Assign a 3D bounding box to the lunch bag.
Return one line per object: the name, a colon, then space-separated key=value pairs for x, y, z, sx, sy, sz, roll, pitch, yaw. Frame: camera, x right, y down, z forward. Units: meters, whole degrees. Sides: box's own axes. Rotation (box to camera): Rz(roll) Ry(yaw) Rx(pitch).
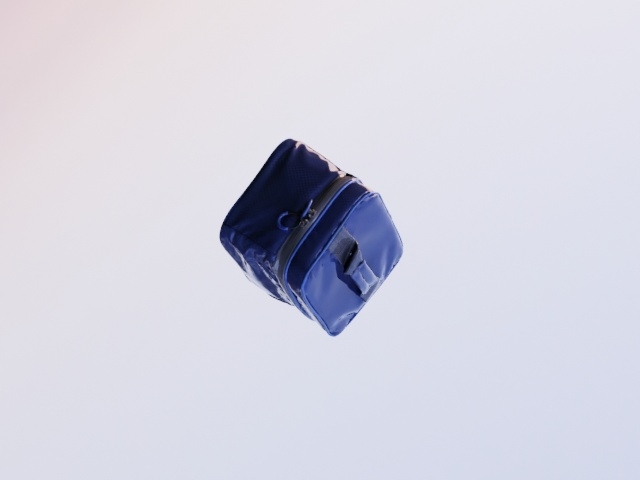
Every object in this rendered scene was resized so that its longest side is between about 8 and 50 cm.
lunch bag: x=0.000 y=0.000 z=0.877 sx=0.067 sy=0.065 sz=0.098 roll=-54 pitch=158 yaw=-8
